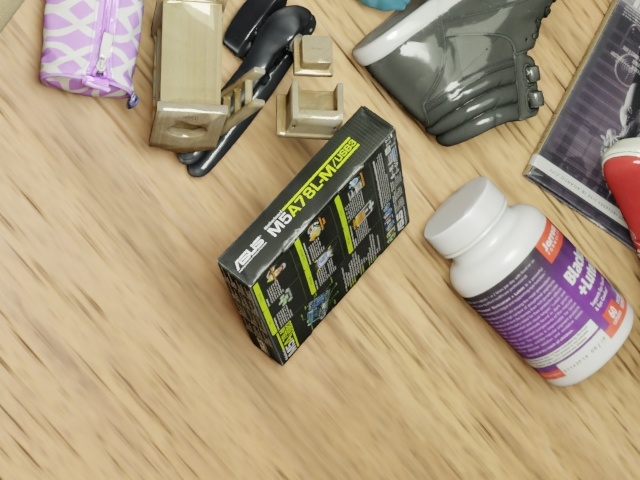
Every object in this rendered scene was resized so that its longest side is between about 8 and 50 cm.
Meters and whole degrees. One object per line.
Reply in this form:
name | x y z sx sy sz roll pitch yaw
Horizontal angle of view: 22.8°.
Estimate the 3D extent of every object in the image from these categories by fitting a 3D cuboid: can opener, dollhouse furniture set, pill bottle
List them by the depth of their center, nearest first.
dollhouse furniture set | -0.062 -0.173 1.354 0.161 0.101 0.182 3 74 -10
can opener | -0.065 -0.136 1.407 0.186 0.073 0.059 -61 146 -7
pill bottle | 0.189 0.035 1.461 0.193 0.108 0.108 44 76 -14

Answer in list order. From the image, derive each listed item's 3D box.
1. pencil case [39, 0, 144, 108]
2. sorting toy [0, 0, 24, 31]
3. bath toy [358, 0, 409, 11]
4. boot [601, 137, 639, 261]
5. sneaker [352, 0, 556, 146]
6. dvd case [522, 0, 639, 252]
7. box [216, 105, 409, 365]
pencil case | -0.186 -0.219 1.340 0.086 0.088 0.206 7 86 -13
sorting toy | -0.393 -0.188 1.289 0.229 0.041 0.307 38 77 -16
bath toy | 0.128 -0.375 1.439 0.151 0.129 0.348 25 74 19
boot | 0.324 0.035 1.477 0.244 0.088 0.176 47 55 -30
sneaker | 0.183 -0.199 1.470 0.296 0.104 0.147 -37 103 -11
dvd case | 0.311 -0.116 1.556 0.164 0.018 0.221 32 78 -18
box | 0.000 0.000 1.359 0.045 0.190 0.184 39 77 21
